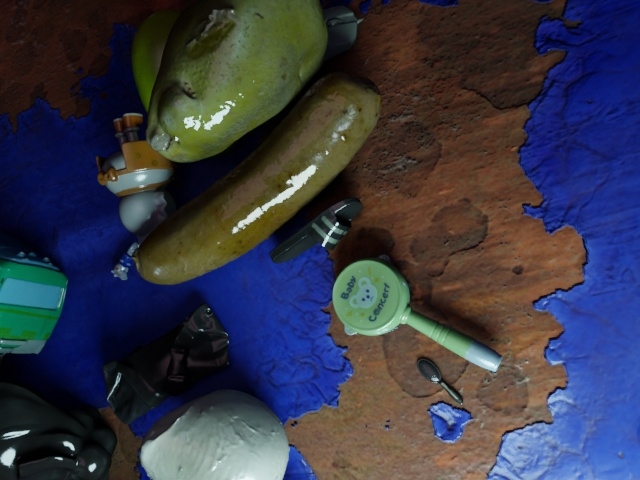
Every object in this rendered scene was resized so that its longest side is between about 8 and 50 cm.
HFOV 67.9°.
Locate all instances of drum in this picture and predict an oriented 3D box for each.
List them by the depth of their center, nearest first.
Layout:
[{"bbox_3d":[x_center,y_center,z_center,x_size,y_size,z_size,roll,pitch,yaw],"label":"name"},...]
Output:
[{"bbox_3d":[0.138,0.094,0.690,0.253,0.049,0.130,10,84,23],"label":"drum"}]

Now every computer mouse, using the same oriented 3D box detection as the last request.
[{"bbox_3d":[-0.011,-0.352,0.832,0.182,0.056,0.089,-21,77,17],"label":"computer mouse"}]

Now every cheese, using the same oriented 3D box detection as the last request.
[{"bbox_3d":[-0.138,0.302,0.693,0.189,0.198,0.154,31,90,15],"label":"cheese"}]

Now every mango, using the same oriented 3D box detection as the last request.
[{"bbox_3d":[-0.243,-0.281,0.871,0.175,0.143,0.293,-25,82,8],"label":"mango"}]

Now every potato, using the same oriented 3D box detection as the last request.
[{"bbox_3d":[-0.131,-0.262,0.724,0.218,0.202,0.351,19,68,52],"label":"potato"}]

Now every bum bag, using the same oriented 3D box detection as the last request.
[{"bbox_3d":[-0.272,0.215,0.829,0.248,0.060,0.123,-35,69,12],"label":"bum bag"}]

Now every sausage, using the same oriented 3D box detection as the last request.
[{"bbox_3d":[-0.102,-0.078,0.775,0.501,0.123,0.136,-39,103,12],"label":"sausage"}]

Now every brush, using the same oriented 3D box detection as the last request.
[{"bbox_3d":[0.171,0.202,0.678,0.024,0.008,0.083,-48,67,4],"label":"brush"}]

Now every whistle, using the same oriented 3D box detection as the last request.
[{"bbox_3d":[-0.373,0.039,0.921,0.033,0.029,0.083,32,100,-13],"label":"whistle"}]

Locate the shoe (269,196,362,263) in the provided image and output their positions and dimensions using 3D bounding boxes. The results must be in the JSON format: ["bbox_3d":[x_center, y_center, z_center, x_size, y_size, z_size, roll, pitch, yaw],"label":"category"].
[{"bbox_3d":[0.000,0.000,0.755,0.179,0.071,0.049,-34,70,20],"label":"shoe"}]

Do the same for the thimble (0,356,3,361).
[{"bbox_3d":[-0.761,0.249,0.931,0.239,0.239,0.162,24,90,24],"label":"thimble"}]

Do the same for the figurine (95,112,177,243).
[{"bbox_3d":[-0.331,-0.093,0.866,0.143,0.143,0.271,-5,79,21],"label":"figurine"}]

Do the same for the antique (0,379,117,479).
[{"bbox_3d":[-0.522,0.382,0.811,0.322,0.185,0.255,41,88,-10],"label":"antique"}]

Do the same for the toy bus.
[{"bbox_3d":[-0.688,0.075,0.958,0.344,0.183,0.199,24,86,23],"label":"toy bus"}]
